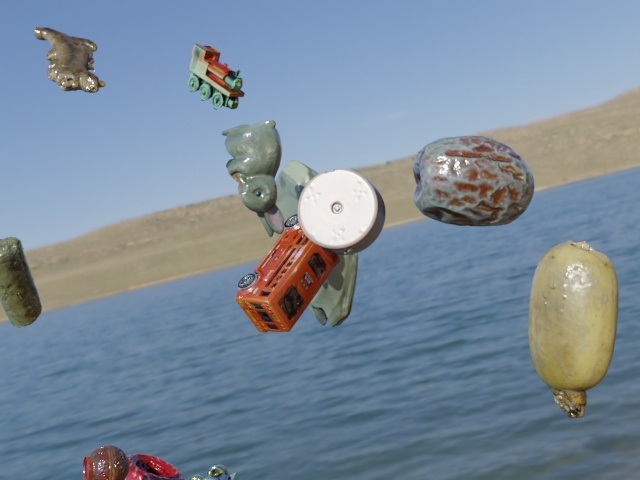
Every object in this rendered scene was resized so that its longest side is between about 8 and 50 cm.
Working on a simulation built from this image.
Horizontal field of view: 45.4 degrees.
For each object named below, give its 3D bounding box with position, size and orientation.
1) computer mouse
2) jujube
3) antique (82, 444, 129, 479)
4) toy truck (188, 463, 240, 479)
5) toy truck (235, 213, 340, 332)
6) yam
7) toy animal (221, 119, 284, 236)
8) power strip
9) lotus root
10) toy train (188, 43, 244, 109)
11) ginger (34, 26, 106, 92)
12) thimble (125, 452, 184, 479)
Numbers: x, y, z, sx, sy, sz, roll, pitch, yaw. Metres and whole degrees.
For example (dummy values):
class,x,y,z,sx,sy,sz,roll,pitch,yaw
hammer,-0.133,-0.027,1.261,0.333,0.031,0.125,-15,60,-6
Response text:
class,x,y,z,sx,sy,sz,roll,pitch,yaw
computer mouse,0.003,0.002,1.921,0.145,0.429,0.228,-17,11,-30
jujube,0.387,-0.139,1.936,0.308,0.215,0.246,3,-31,-8
antique,-0.478,0.509,1.716,0.104,0.104,0.104,-14,0,0
toy truck,-0.237,0.526,1.430,0.257,0.140,0.108,-28,-2,0
toy truck,-0.048,0.056,1.474,0.114,0.107,0.252,1,44,44
yam,-0.601,0.080,1.501,0.078,0.179,0.078,-6,31,4
toy animal,-0.128,-0.129,1.566,0.138,0.236,0.108,-18,-8,32
power strip,0.039,-0.049,1.386,0.154,0.154,0.078,-14,-12,13
lotus root,0.475,0.171,1.456,0.151,0.342,0.169,1,5,-29
toy train,-0.253,-0.393,1.862,0.176,0.118,0.074,37,30,31
ginger,-0.728,-0.527,2.251,0.166,0.333,0.080,-11,-42,-24
thimble,-0.449,0.637,1.969,0.189,0.125,0.163,17,-2,43
